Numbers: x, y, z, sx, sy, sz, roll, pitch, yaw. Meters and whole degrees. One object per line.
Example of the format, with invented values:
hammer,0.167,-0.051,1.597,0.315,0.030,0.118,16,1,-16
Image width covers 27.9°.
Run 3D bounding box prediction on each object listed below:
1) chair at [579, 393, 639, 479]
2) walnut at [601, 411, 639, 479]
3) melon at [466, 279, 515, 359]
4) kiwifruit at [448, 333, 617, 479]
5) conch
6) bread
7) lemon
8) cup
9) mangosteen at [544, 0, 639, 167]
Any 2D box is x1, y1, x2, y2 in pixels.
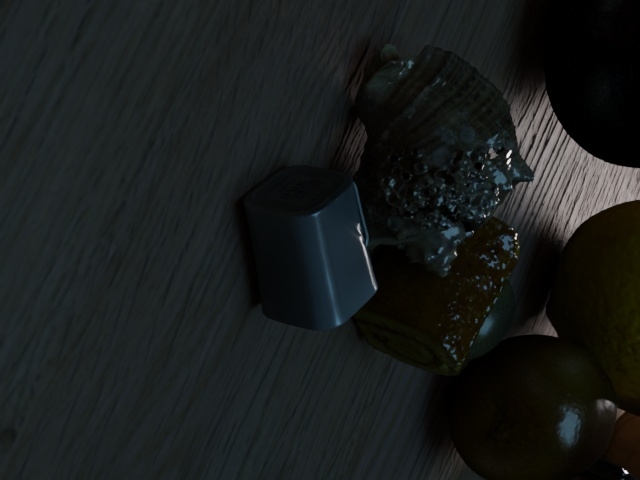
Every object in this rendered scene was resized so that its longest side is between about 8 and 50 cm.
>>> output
chair,0.356,0.312,1.760,0.166,0.188,0.272,38,75,-55
walnut,0.569,0.387,2.003,0.306,0.306,0.344,-17,110,-51
melon,0.172,0.081,1.477,0.130,0.098,0.098,-51,140,-37
kiwifruit,0.264,0.209,1.580,0.234,0.196,0.196,1,102,-55
conch,0.112,-0.081,1.279,0.178,0.163,0.245,-21,105,-19
bread,0.126,0.048,1.381,0.172,0.132,0.103,-56,154,-29
lemon,0.441,0.076,1.701,0.293,0.293,0.293,-26,123,-48
cup,0.000,0.000,1.204,0.128,0.095,0.129,-40,132,-40
mangosteen,0.419,-0.230,1.541,0.300,0.300,0.300,-26,123,-48
